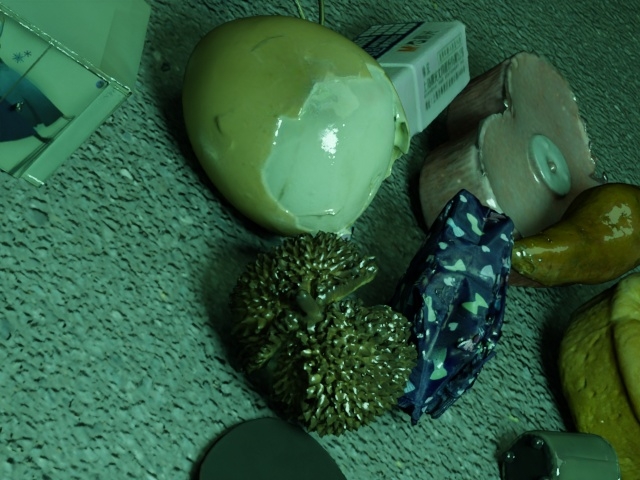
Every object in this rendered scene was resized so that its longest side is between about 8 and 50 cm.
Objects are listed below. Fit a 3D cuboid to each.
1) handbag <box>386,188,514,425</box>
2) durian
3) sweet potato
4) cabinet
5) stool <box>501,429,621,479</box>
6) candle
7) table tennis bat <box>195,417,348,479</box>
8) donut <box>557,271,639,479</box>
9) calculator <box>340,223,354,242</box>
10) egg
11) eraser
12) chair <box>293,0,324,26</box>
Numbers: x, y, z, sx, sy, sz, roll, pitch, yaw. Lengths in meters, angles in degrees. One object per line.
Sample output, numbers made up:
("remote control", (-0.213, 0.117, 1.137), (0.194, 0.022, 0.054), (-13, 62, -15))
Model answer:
("handbag", (0.123, 0.071, 1.542), (0.113, 0.162, 0.260), (29, 35, -6))
("durian", (0.002, 0.077, 1.366), (0.196, 0.167, 0.196), (42, -6, 6))
("sweet potato", (0.327, -0.011, 1.728), (0.112, 0.112, 0.359), (54, 34, 7))
("cabinet", (-0.278, -0.177, 1.320), (0.206, 0.145, 0.150), (34, 35, -24))
("stool", (0.248, 0.242, 1.573), (0.110, 0.096, 0.096), (15, 46, -33))
("candle", (0.249, -0.059, 1.856), (0.287, 0.131, 0.317), (44, 42, -21))
("table tennis bat", (-0.051, 0.250, 1.270), (0.173, 0.022, 0.301), (51, 31, 2))
("donut", (0.413, 0.171, 1.760), (0.317, 0.150, 0.299), (44, 39, -21))
("calculator", (0.000, 0.000, 1.589), (0.094, 0.019, 0.141), (42, 33, -17))
("egg", (-0.032, -0.119, 1.509), (0.244, 0.201, 0.201), (43, 30, 18))
("eraser", (0.074, -0.180, 1.737), (0.287, 0.130, 0.086), (-44, 134, -60))
("chair", (-0.074, -0.321, 1.728), (0.160, 0.170, 0.325), (-28, 123, -61))
